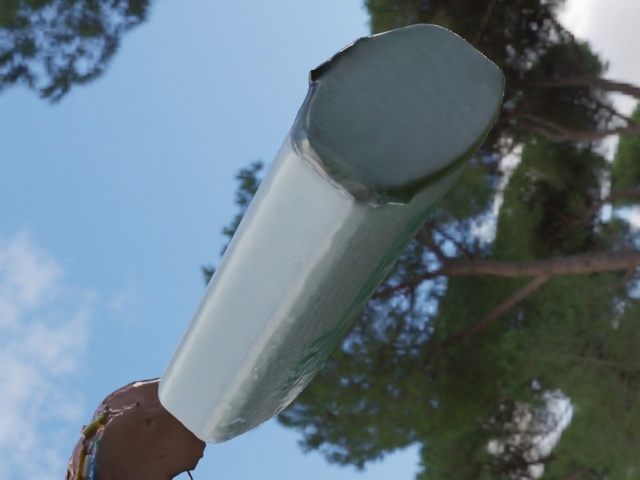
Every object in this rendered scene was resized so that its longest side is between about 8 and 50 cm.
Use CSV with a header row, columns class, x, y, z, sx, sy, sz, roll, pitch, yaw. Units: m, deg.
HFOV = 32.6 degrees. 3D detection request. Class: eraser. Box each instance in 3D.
class,x,y,z,sx,sy,sz,roll,pitch,yaw
eraser,0.000,0.000,0.746,0.189,0.104,0.290,-49,-7,-45

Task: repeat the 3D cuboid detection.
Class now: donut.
class,x,y,z,sx,sy,sz,roll,pitch,yaw
donut,-0.143,0.242,0.986,0.199,0.085,0.233,-3,-117,-44
